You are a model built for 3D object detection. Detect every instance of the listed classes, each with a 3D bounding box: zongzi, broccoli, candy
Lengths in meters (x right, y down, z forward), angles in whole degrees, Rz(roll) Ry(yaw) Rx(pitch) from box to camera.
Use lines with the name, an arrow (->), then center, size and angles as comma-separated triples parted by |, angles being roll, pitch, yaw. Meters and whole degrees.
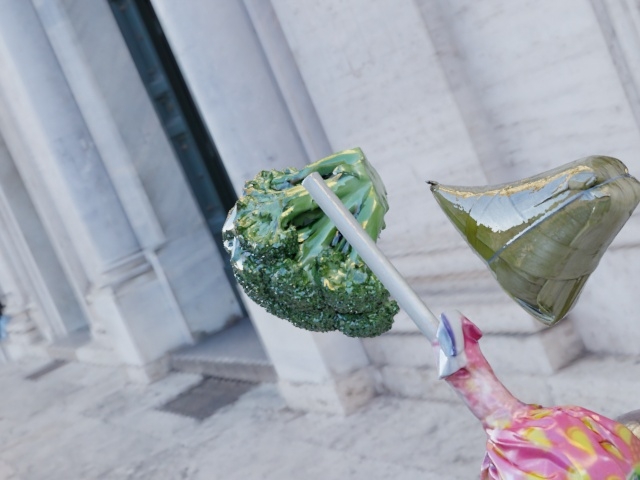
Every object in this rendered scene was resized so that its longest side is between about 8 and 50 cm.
zongzi -> 0.240, -0.056, 1.184 | 0.115, 0.256, 0.228 | -19, -34, -32
broccoli -> 0.000, 0.000, 1.378 | 0.245, 0.295, 0.265 | -42, -29, 21
candy -> 0.104, 0.087, 0.756 | 0.124, 0.365, 0.124 | -36, -14, -10

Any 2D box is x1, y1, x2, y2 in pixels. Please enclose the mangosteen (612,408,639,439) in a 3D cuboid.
mangosteen -> 0.496, 0.391, 1.467 | 0.300, 0.300, 0.300 | -23, 6, 3
